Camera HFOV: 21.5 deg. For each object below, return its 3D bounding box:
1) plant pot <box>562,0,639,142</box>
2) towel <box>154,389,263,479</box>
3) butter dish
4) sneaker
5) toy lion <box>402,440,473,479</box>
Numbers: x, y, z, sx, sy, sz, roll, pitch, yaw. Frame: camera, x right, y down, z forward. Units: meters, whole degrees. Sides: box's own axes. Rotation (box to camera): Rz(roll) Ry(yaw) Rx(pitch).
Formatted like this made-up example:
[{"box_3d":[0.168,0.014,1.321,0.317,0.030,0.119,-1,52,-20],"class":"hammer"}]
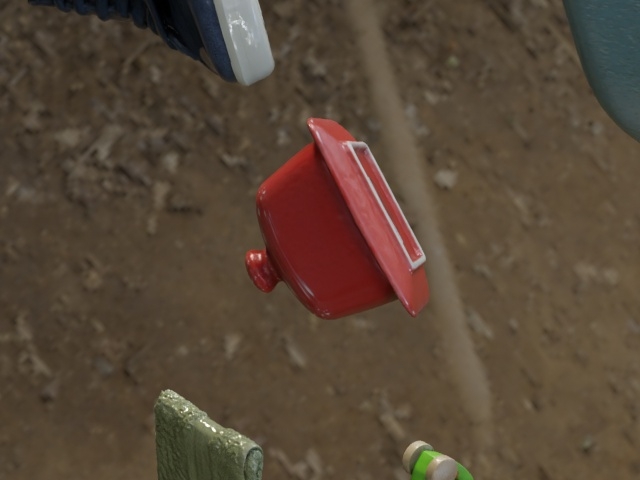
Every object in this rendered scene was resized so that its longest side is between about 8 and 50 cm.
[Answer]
[{"box_3d":[0.262,-0.147,0.812,0.252,0.247,0.248,69,36,-59],"class":"plant pot"},{"box_3d":[-0.083,0.188,1.282,0.110,0.148,0.027,29,47,33],"class":"towel"},{"box_3d":[0.000,0.000,1.238,0.160,0.118,0.160,63,8,1],"class":"butter dish"},{"box_3d":[-0.148,-0.188,1.115,0.350,0.148,0.131,52,-19,49],"class":"sneaker"},{"box_3d":[0.073,0.197,1.135,0.034,0.100,0.096,25,-10,46],"class":"toy lion"}]
